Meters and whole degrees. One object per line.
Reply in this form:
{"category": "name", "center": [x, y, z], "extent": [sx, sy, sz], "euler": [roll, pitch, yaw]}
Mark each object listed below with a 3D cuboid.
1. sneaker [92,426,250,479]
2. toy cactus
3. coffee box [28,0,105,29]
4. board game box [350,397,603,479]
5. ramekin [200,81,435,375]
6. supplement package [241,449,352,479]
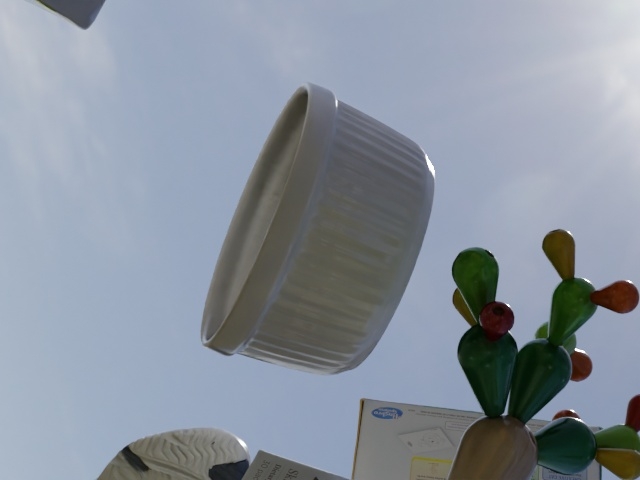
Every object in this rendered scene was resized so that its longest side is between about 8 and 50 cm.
{"category": "sneaker", "center": [-0.133, 0.228, 1.594], "extent": [0.235, 0.153, 0.094], "euler": [-38, -102, 26]}
{"category": "toy cactus", "center": [0.139, 0.104, 1.091], "extent": [0.112, 0.180, 0.219], "euler": [13, -28, 39]}
{"category": "coffee box", "center": [-0.268, -0.383, 1.075], "extent": [0.338, 0.337, 0.334], "euler": [28, -1, 27]}
{"category": "board game box", "center": [0.136, 0.291, 1.603], "extent": [0.316, 0.242, 0.064], "euler": [-78, 173, -49]}
{"category": "ramekin", "center": [0.000, 0.000, 1.260], "extent": [0.207, 0.109, 0.207], "euler": [-158, -90, -80]}
{"category": "supplement package", "center": [-0.032, 0.317, 1.202], "extent": [0.262, 0.145, 0.204], "euler": [-58, 159, -49]}
